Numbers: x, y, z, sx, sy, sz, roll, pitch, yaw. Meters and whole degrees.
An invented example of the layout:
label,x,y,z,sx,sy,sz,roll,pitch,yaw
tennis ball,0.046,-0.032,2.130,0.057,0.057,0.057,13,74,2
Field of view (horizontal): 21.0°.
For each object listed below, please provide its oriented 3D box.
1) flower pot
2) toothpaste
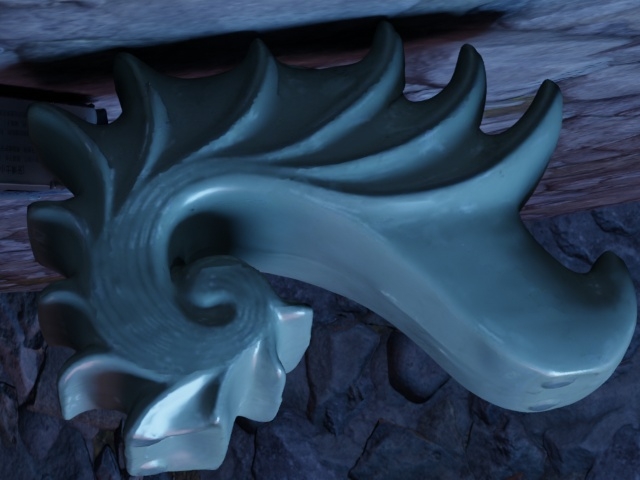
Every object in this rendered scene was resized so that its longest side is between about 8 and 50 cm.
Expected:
label,x,y,z,sx,sy,sz,roll,pitch,yaw
flower pot,0.000,0.000,1.105,0.368,0.254,0.164,-9,160,-7
toothpaste,-0.255,-0.064,1.124,0.089,0.071,0.313,-6,178,27
